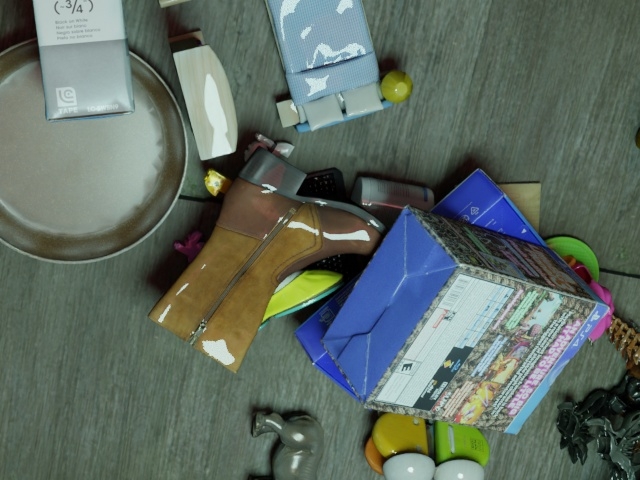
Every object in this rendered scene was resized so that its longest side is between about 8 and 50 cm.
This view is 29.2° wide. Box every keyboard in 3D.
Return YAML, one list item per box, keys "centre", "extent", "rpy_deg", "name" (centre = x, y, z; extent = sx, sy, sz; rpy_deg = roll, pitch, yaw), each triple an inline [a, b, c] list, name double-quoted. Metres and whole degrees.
- centre: [0.000, 0.000, 1.739]
  extent: [0.100, 0.038, 0.192]
  rpy_deg: [-13, 105, -6]
  name: "keyboard"

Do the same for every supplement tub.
- centre: [0.100, -0.048, 1.725]
  extent: [0.107, 0.071, 0.071]
  rpy_deg: [10, 103, -11]
  name: "supplement tub"

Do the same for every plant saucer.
- centre: [-0.334, -0.123, 1.645]
  extent: [0.311, 0.050, 0.310]
  rpy_deg: [-2, 104, -9]
  name: "plant saucer"

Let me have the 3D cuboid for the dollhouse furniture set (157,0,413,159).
- centre: [-0.043, -0.268, 1.577]
  extent: [0.303, 0.198, 0.286]
  rpy_deg: [-15, 107, -6]
  name: "dollhouse furniture set"

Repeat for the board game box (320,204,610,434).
- centre: [0.191, 0.111, 1.628]
  extent: [0.291, 0.141, 0.232]
  rpy_deg: [16, 115, -38]
  name: "board game box"

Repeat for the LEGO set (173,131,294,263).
- centre: [-0.130, -0.052, 1.678]
  extent: [0.093, 0.087, 0.227]
  rpy_deg: [31, 97, -16]
  name: "LEGO set"

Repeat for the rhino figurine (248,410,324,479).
- centre: [-0.052, 0.361, 1.807]
  extent: [0.106, 0.073, 0.243]
  rpy_deg: [3, 106, -7]
  name: "rhino figurine"

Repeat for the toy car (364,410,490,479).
- centre: [0.153, 0.312, 1.804]
  extent: [0.182, 0.159, 0.136]
  rpy_deg: [9, 137, -12]
  name: "toy car"

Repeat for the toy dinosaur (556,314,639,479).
- centre: [0.478, 0.255, 1.853]
  extent: [0.218, 0.164, 0.322]
  rpy_deg: [-31, 90, -15]
  name: "toy dinosaur"

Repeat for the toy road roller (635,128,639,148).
- centre: [0.601, -0.148, 1.720]
  extent: [0.241, 0.202, 0.329]
  rpy_deg: [33, 99, -5]
  name: "toy road roller"

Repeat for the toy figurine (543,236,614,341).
- centre: [0.346, 0.092, 1.752]
  extent: [0.173, 0.159, 0.130]
  rpy_deg: [-32, 112, 2]
  name: "toy figurine"

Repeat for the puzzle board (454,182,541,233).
- centre: [0.256, -0.036, 1.785]
  extent: [0.128, 0.011, 0.096]
  rpy_deg: [-2, 106, -8]
  name: "puzzle board"

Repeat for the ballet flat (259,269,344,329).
- centre: [-0.080, 0.085, 1.720]
  extent: [0.231, 0.077, 0.077]
  rpy_deg: [-31, 93, 12]
  name: "ballet flat"

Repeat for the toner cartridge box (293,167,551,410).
- centre: [0.145, 0.073, 1.724]
  extent: [0.348, 0.075, 0.165]
  rpy_deg: [-41, 135, 5]
  name: "toner cartridge box"

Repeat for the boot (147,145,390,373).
- centre: [-0.049, 0.056, 1.627]
  extent: [0.264, 0.096, 0.280]
  rpy_deg: [30, 93, -18]
  name: "boot"

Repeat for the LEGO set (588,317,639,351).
- centre: [0.446, 0.140, 1.860]
  extent: [0.083, 0.023, 0.054]
  rpy_deg: [13, 100, 1]
  name: "LEGO set"

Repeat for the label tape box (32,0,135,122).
- centre: [-0.292, -0.317, 1.456]
  extent: [0.106, 0.240, 0.333]
  rpy_deg: [-7, 101, -9]
  name: "label tape box"
